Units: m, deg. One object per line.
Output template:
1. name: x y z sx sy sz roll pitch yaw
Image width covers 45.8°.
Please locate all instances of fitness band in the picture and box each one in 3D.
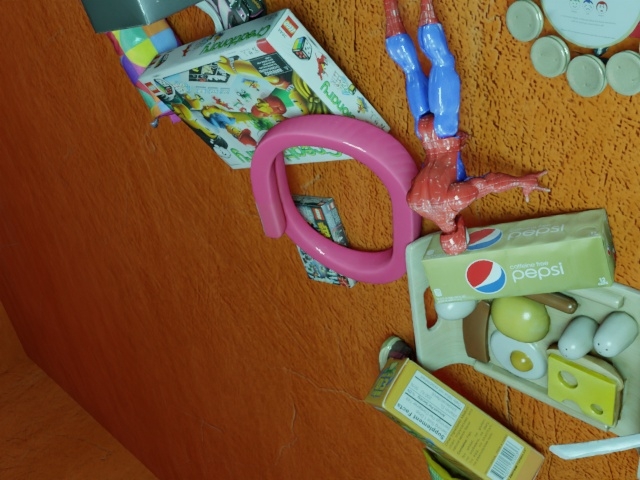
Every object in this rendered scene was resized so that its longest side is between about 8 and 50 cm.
1. fitness band: 0.023 -0.046 0.936 0.209 0.054 0.290 14 148 16

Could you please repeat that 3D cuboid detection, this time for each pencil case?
1. pencil case: -0.258 -0.285 1.099 0.104 0.104 0.236 -16 106 56

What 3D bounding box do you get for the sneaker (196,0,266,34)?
1. sneaker: -0.104 -0.295 0.931 0.077 0.072 0.178 7 138 43

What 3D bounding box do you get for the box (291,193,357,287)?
1. box: 0.000 0.000 1.106 0.094 0.027 0.137 8 126 47

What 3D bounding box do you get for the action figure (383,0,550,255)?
1. action figure: 0.142 -0.128 0.762 0.091 0.139 0.280 1 99 55

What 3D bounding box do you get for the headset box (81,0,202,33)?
1. headset box: -0.138 -0.339 0.709 0.110 0.293 0.218 10 128 48

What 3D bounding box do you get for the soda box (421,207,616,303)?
1. soda box: 0.201 0.018 0.773 0.181 0.061 0.058 -9 115 28

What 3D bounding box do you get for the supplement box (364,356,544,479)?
1. supplement box: 0.176 0.248 1.002 0.233 0.080 0.078 38 164 -7

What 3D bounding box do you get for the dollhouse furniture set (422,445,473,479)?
1. dollhouse furniture set: 0.246 0.440 1.097 0.302 0.151 0.197 22 136 40

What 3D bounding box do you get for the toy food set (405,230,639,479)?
1. toy food set: 0.236 0.130 0.869 0.306 0.092 0.219 23 137 39

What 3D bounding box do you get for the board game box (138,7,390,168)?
1. board game box: -0.081 -0.176 0.956 0.193 0.053 0.305 43 156 -31

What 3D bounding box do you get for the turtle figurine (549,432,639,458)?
1. turtle figurine: 0.372 0.108 0.579 0.266 0.274 0.198 23 172 39

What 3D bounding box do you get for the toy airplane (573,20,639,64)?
1. toy airplane: 0.240 -0.204 0.604 0.151 0.028 0.151 34 143 30

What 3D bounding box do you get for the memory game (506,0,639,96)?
1. memory game: 0.215 -0.201 0.601 0.186 0.012 0.186 40 146 34

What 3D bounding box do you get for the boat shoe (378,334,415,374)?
1. boat shoe: 0.118 0.212 1.132 0.049 0.056 0.152 29 141 41
